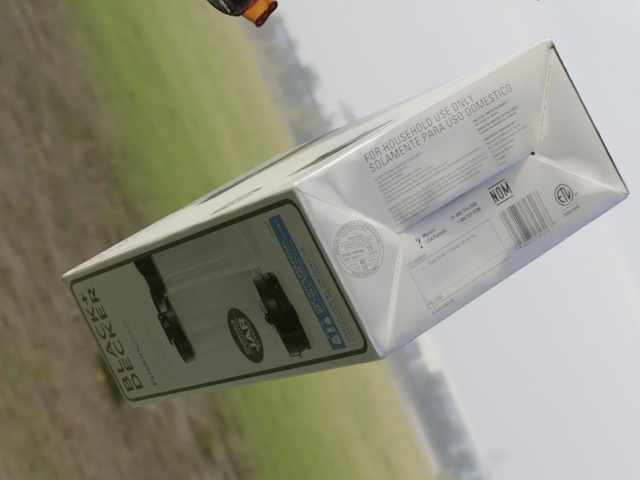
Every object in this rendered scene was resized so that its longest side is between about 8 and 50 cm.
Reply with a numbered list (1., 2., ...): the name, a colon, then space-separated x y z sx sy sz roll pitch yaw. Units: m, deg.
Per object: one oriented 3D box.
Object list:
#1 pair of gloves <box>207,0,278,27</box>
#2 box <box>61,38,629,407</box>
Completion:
1. pair of gloves: -0.039 -0.176 1.199 0.074 0.083 0.010 35 -3 35
2. box: 0.000 0.000 0.990 0.087 0.169 0.290 62 -28 -5
